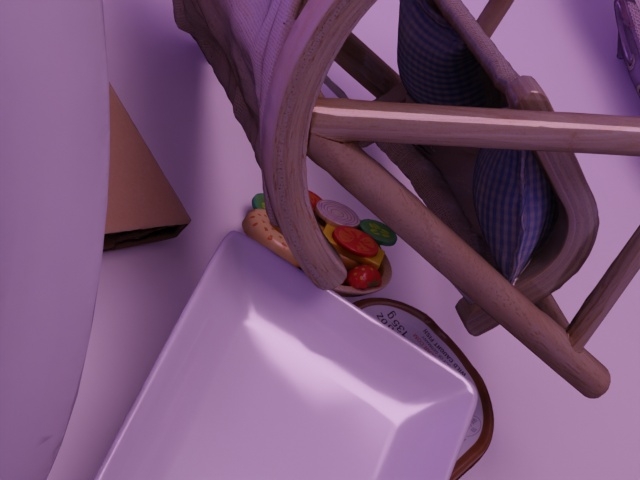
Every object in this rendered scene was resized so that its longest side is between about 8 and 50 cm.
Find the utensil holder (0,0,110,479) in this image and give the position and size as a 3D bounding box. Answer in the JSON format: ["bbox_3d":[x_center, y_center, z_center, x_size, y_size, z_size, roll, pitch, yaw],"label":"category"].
[{"bbox_3d":[-0.289,-0.016,0.369,0.385,0.327,0.327,-14,66,-46],"label":"utensil holder"}]

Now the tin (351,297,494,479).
[{"bbox_3d":[0.017,0.092,0.908,0.106,0.040,0.189,46,37,8],"label":"tin"}]

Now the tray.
[{"bbox_3d":[-0.032,0.131,0.788,0.145,0.030,0.270,33,50,-9],"label":"tray"}]

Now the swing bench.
[{"bbox_3d":[0.044,-0.085,0.942,0.254,0.165,0.253,20,25,-27],"label":"swing bench"}]

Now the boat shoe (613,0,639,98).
[{"bbox_3d":[0.249,-0.150,1.305,0.103,0.092,0.285,0,56,-20],"label":"boat shoe"}]

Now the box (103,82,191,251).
[{"bbox_3d":[-0.170,-0.076,0.900,0.164,0.021,0.201,-11,63,-48],"label":"box"}]

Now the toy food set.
[{"bbox_3d":[0.000,0.000,0.971,0.083,0.020,0.082,24,26,0],"label":"toy food set"}]
